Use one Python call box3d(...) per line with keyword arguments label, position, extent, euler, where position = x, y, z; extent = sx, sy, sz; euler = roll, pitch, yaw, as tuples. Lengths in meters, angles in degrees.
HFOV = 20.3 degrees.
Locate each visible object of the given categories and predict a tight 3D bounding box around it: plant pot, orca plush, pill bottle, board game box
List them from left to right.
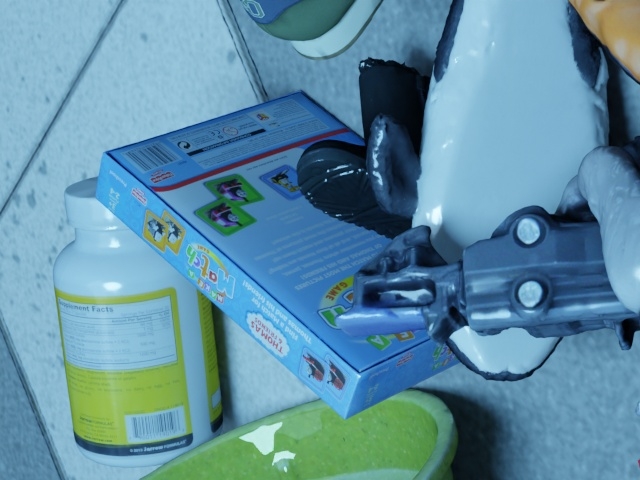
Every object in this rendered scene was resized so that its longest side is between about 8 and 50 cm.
box3d(label="pill bottle", position=(-0.124, 0.051, 1.203), extent=(0.103, 0.103, 0.184), euler=(10, 111, 43))
box3d(label="plant pot", position=(-0.001, 0.266, 1.069), extent=(0.276, 0.276, 0.254), euler=(-11, 108, 47))
box3d(label="board game box", position=(0.000, 0.000, 1.018), extent=(0.211, 0.160, 0.039), euler=(39, 131, 29))
box3d(label="orca plush", position=(0.082, -0.074, 0.954), extent=(0.102, 0.151, 0.287), euler=(-175, 69, -79))

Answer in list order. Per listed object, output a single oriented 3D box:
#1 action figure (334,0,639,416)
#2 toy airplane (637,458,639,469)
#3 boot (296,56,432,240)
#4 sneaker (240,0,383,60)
box3d(label="action figure", position=(0.142, -0.046, 0.788), extent=(0.341, 0.178, 0.330), euler=(-14, 77, 16))
box3d(label="toy airplane", position=(0.191, 0.190, 0.992), extent=(0.151, 0.028, 0.151), euler=(17, 114, 41))
box3d(label="boot", position=(0.033, -0.056, 0.982), extent=(0.045, 0.121, 0.099), euler=(-26, 52, 37))
box3d(label="sneaker", position=(0.019, -0.185, 0.880), extent=(0.064, 0.086, 0.192), euler=(35, 98, 36))
